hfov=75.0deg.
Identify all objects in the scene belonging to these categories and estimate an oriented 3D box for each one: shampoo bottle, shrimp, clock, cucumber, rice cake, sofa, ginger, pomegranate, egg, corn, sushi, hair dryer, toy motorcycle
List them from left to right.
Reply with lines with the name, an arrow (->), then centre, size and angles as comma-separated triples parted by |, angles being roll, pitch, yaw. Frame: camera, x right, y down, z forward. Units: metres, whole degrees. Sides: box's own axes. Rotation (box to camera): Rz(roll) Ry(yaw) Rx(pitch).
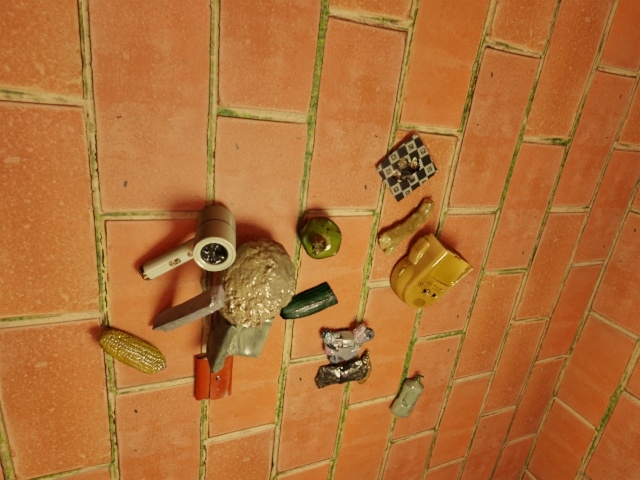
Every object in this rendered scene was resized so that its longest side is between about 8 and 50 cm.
corn -> -0.636, 0.381, 1.420 | 0.097, 0.097, 0.261 | -48, 122, 0
hair dryer -> -0.435, 0.041, 1.331 | 0.361, 0.203, 0.128 | -27, 125, 7
rice cake -> -0.430, 0.232, 1.358 | 0.364, 0.073, 0.056 | -27, 140, 34
sofa -> -0.285, 0.358, 1.528 | 0.225, 0.176, 0.210 | 17, 104, -30
egg -> -0.218, 0.139, 1.410 | 0.279, 0.279, 0.311 | 25, 74, -32
cucumber -> -0.047, 0.261, 1.671 | 0.243, 0.063, 0.115 | -22, 119, -14
pomegranate -> 0.000, 0.000, 1.498 | 0.159, 0.205, 0.159 | 1, 107, 5
toy motorcycle -> 0.095, 0.427, 1.781 | 0.239, 0.108, 0.204 | -49, 123, 1
shrimp -> 0.208, 0.591, 1.954 | 0.101, 0.042, 0.191 | -16, 119, -42
sushi -> 0.330, -0.281, 1.624 | 0.210, 0.040, 0.193 | -39, 116, -2
ginger -> 0.359, -0.061, 1.718 | 0.298, 0.065, 0.118 | -41, 136, -2
shampoo bottle -> 0.454, 0.781, 2.126 | 0.118, 0.087, 0.234 | 18, 103, -31
clock -> 0.454, 0.145, 1.795 | 0.244, 0.200, 0.317 | 30, 105, -30

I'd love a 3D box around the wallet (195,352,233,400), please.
wallet -> -0.412, 0.526, 1.620 | 0.142, 0.045, 0.205 | -3, 113, -25

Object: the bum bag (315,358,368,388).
bum bag -> 0.095, 0.595, 1.873 | 0.247, 0.069, 0.102 | -12, 123, -9
